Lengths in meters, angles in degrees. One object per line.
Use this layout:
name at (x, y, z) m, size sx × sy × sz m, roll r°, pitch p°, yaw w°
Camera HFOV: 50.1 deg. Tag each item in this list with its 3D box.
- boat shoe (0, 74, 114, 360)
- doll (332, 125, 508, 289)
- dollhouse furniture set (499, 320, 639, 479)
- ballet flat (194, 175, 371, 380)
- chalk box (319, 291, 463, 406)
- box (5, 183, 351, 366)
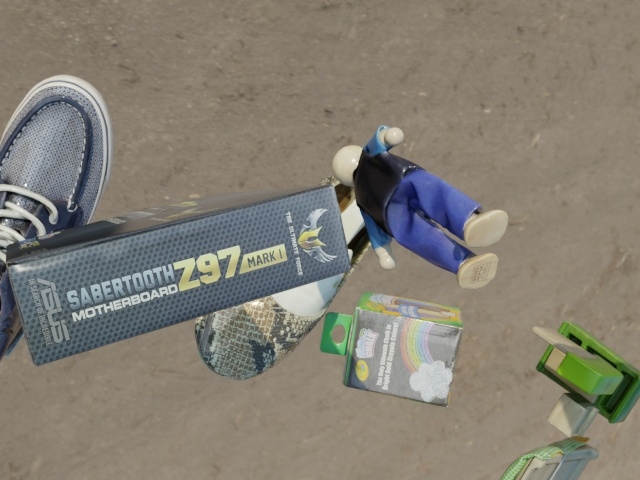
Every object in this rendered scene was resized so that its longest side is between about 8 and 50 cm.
boat shoe at (-0.321, -0.007, 0.735) m, size 0.127 × 0.158 × 0.340 m, roll 19°, pitch 104°, yaw -13°
doll at (0.066, -0.029, 0.565) m, size 0.046 × 0.189 × 0.129 m, roll -17°, pitch 127°, yaw -28°
dollhouse furniture set at (0.335, 0.288, 1.067) m, size 0.197 × 0.151 × 0.301 m, roll 12°, pitch 110°, yaw -43°
ballet flat at (0.000, 0.000, 0.980) m, size 0.164 × 0.182 × 0.483 m, roll 50°, pitch 38°, yaw -6°
chalk box at (0.109, 0.163, 1.090) m, size 0.132 × 0.213 × 0.132 m, roll -32°, pitch 132°, yaw -77°
box at (-0.112, 0.010, 0.467) m, size 0.183 × 0.233 × 0.059 m, roll -15°, pitch 99°, yaw -23°
